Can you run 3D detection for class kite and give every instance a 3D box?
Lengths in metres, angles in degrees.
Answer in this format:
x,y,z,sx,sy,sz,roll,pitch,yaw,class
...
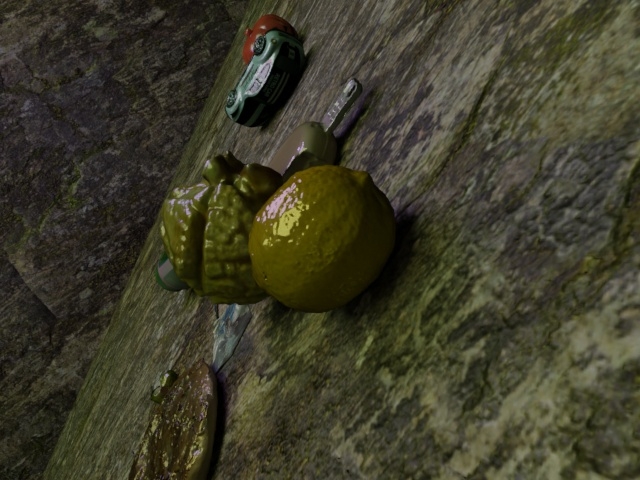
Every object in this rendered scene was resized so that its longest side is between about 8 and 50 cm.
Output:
x,y,z,sx,sy,sz,roll,pitch,yaw,class
-0.219,0.160,1.074,0.169,0.015,0.310,-60,26,14,kite

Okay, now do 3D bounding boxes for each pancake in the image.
x,y,z,sx,sy,sz,roll,pitch,yaw,class
-0.286,0.399,0.932,0.356,0.065,0.356,-44,34,40,pancake

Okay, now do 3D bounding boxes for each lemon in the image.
x,y,z,sx,sy,sz,roll,pitch,yaw,class
0.001,-0.003,0.607,0.193,0.180,0.180,-65,25,2,lemon

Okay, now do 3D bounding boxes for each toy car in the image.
x,y,z,sx,sy,sz,roll,pitch,yaw,class
-0.154,-0.442,1.364,0.306,0.136,0.125,-53,49,27,toy car

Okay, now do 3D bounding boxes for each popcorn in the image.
x,y,z,sx,sy,sz,roll,pitch,yaw,class
-0.146,-0.017,0.801,0.270,0.224,0.258,-30,73,50,popcorn

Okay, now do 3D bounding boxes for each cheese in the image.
x,y,z,sx,sy,sz,roll,pitch,yaw,class
-0.014,-0.179,0.900,0.286,0.082,0.163,-52,29,25,cheese

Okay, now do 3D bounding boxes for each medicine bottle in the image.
x,y,z,sx,sy,sz,roll,pitch,yaw,class
-0.368,0.058,1.319,0.274,0.133,0.133,-33,40,48,medicine bottle

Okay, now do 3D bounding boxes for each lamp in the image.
x,y,z,sx,sy,sz,roll,pitch,yaw,class
-0.164,-0.610,1.489,0.187,0.163,0.188,-43,32,35,lamp

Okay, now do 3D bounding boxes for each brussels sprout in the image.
x,y,z,sx,sy,sz,roll,pitch,yaw,class
-0.387,0.364,1.178,0.051,0.046,0.083,8,74,57,brussels sprout
